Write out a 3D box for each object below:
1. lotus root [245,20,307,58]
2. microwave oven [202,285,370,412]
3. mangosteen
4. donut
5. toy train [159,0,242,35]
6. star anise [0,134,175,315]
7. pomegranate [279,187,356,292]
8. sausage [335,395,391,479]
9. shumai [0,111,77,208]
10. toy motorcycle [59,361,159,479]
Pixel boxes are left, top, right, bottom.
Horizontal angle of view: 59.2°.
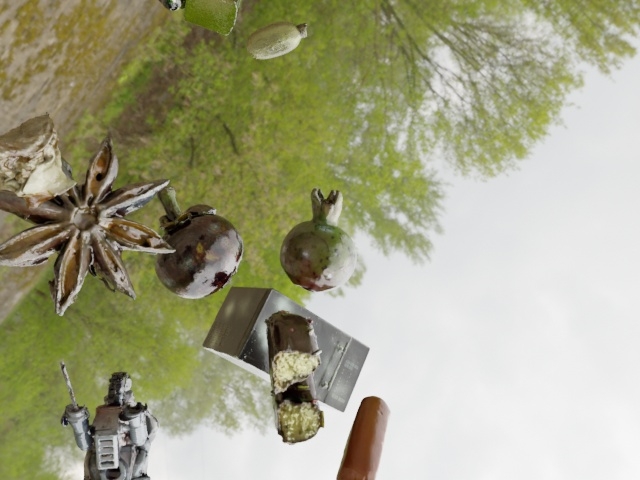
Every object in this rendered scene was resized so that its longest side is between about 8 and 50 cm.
[{"bbox_3d":[-0.120,-0.554,1.558,0.183,0.090,0.077,-11,-100,18],"label":"lotus root"},{"bbox_3d":[-0.120,0.355,1.879,0.374,0.432,0.236,-5,-125,58],"label":"microwave oven"},{"bbox_3d":[-0.331,0.004,1.418,0.231,0.289,0.231,-38,-173,6],"label":"mangosteen"},{"bbox_3d":[-0.072,0.336,1.474,0.259,0.136,0.345,-110,-163,-63],"label":"donut"},{"bbox_3d":[-0.185,-0.451,0.931,0.090,0.137,0.225,126,-22,-58],"label":"toy train"},{"bbox_3d":[-0.420,-0.034,1.000,0.117,0.331,0.332,-11,-133,61],"label":"star anise"},{"bbox_3d":[-0.011,0.003,1.692,0.242,0.242,0.306,-23,-112,58],"label":"pomegranate"},{"bbox_3d":[0.117,0.516,1.453,0.348,0.097,0.094,-52,152,-66],"label":"sausage"},{"bbox_3d":[-0.435,-0.116,0.865,0.145,0.116,0.145,-39,-165,12],"label":"shumai"},{"bbox_3d":[-0.360,0.344,0.983,0.207,0.134,0.401,-101,-166,-55],"label":"toy motorcycle"}]
